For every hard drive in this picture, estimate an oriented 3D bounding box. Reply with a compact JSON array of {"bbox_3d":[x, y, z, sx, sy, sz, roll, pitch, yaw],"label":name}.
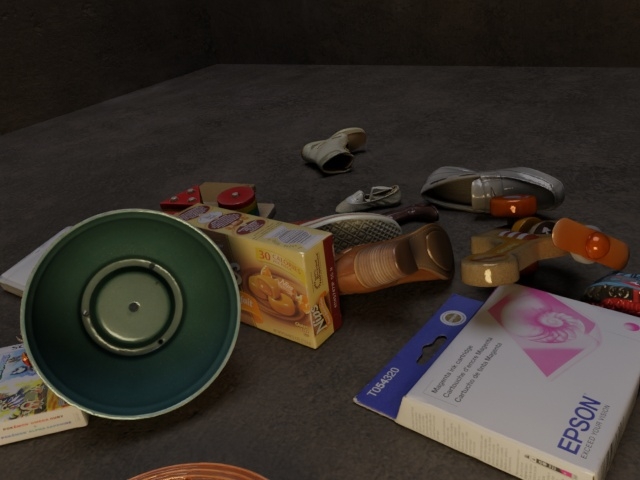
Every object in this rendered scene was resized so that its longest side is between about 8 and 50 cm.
[{"bbox_3d":[-0.505,0.063,1.212,0.308,0.040,0.203,12,44,33],"label":"hard drive"}]

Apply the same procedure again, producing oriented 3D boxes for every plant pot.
[{"bbox_3d":[-0.286,0.107,0.896,0.293,0.293,0.196,-17,2,-19],"label":"plant pot"}]

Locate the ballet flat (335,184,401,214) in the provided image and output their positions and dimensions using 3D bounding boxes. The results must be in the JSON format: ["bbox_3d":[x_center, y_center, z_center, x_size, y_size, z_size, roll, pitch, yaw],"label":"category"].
[{"bbox_3d":[0.115,-0.104,1.411,0.168,0.052,0.057,-11,28,-8],"label":"ballet flat"}]

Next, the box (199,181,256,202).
[{"bbox_3d":[-0.291,-0.109,1.549,0.164,0.021,0.201,5,30,22],"label":"box"}]

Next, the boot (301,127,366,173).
[{"bbox_3d":[0.068,-0.263,1.706,0.213,0.077,0.165,-21,29,-16],"label":"boot"}]

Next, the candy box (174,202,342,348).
[{"bbox_3d":[-0.120,0.053,1.019,0.316,0.182,0.087,14,32,34],"label":"candy box"}]

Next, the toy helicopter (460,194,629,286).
[{"bbox_3d":[0.343,0.018,0.928,0.235,0.140,0.355,5,15,38],"label":"toy helicopter"}]

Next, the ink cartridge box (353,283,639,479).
[{"bbox_3d":[0.267,0.173,0.826,0.330,0.071,0.324,16,35,35],"label":"ink cartridge box"}]

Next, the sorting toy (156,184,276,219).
[{"bbox_3d":[-0.268,-0.042,1.317,0.257,0.089,0.255,2,34,18],"label":"sorting toy"}]

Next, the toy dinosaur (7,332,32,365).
[{"bbox_3d":[-0.461,0.168,0.937,0.090,0.047,0.082,-9,43,-29],"label":"toy dinosaur"}]

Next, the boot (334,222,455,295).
[{"bbox_3d":[0.112,0.052,1.076,0.220,0.109,0.283,-17,-1,36],"label":"boot"}]

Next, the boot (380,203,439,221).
[{"bbox_3d":[0.198,-0.054,1.310,0.114,0.037,0.106,-12,14,-17],"label":"boot"}]

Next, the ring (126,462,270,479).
[{"bbox_3d":[-0.161,0.369,0.587,0.337,0.032,0.336,-6,27,3],"label":"ring"}]

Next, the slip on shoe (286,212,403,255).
[{"bbox_3d":[0.000,0.000,1.177,0.331,0.123,0.101,-9,23,7],"label":"slip on shoe"}]

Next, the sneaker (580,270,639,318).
[{"bbox_3d":[0.546,0.094,0.875,0.262,0.104,0.125,16,33,37],"label":"sneaker"}]

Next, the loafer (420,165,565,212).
[{"bbox_3d":[0.378,-0.104,1.301,0.319,0.112,0.111,8,35,41],"label":"loafer"}]

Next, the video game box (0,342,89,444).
[{"bbox_3d":[-0.454,0.228,0.910,0.187,0.048,0.205,-13,28,-8],"label":"video game box"}]
